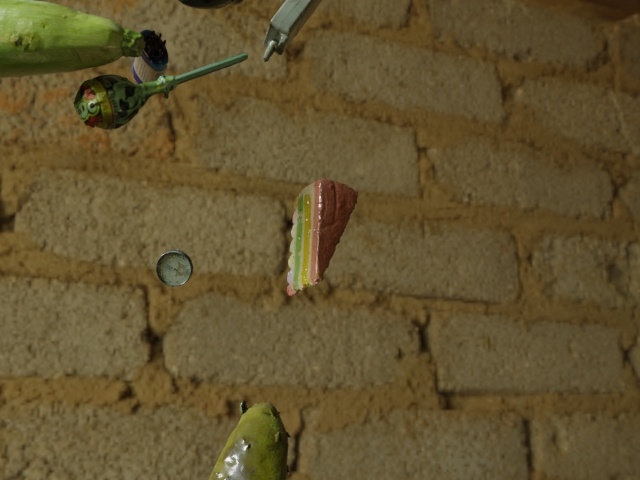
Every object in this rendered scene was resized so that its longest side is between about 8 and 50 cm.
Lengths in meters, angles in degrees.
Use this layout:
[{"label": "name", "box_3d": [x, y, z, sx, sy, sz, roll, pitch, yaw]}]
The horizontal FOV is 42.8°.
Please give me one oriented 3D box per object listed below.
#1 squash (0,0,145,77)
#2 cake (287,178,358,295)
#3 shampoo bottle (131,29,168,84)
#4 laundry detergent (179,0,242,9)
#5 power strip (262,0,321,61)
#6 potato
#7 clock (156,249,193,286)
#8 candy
[{"label": "squash", "box_3d": [-0.442, -0.295, 1.193, 0.370, 0.118, 0.118, 5, -14, 12]}, {"label": "cake", "box_3d": [-0.017, -0.012, 1.491, 0.090, 0.225, 0.109, 35, -36, -18]}, {"label": "shampoo bottle", "box_3d": [-0.356, -0.377, 1.707, 0.050, 0.087, 0.183, -28, -4, -23]}, {"label": "laundry detergent", "box_3d": [-0.181, -0.442, 1.322, 0.078, 0.144, 0.221, -33, 3, 26]}, {"label": "power strip", "box_3d": [-0.055, -0.495, 1.783, 0.053, 0.288, 0.093, 33, -28, -1]}, {"label": "potato", "box_3d": [-0.104, 0.344, 1.202, 0.117, 0.226, 0.090, 3, -35, 13]}, {"label": "clock", "box_3d": [-0.329, 0.063, 1.839, 0.085, 0.085, 0.017, -1, 8, 4]}, {"label": "candy", "box_3d": [-0.246, -0.252, 1.304, 0.305, 0.083, 0.091, -27, 20, -31]}]
